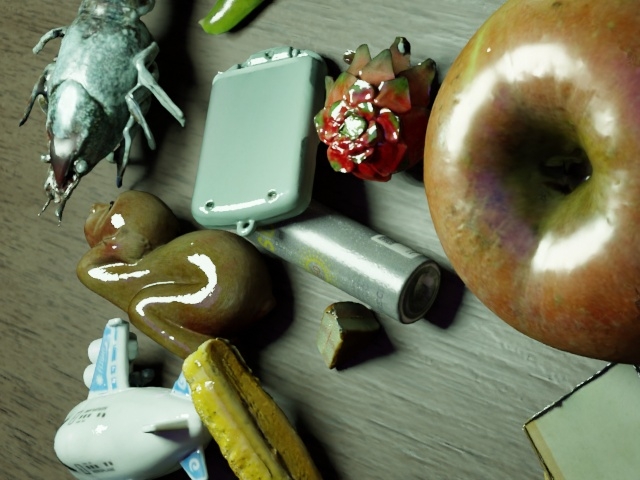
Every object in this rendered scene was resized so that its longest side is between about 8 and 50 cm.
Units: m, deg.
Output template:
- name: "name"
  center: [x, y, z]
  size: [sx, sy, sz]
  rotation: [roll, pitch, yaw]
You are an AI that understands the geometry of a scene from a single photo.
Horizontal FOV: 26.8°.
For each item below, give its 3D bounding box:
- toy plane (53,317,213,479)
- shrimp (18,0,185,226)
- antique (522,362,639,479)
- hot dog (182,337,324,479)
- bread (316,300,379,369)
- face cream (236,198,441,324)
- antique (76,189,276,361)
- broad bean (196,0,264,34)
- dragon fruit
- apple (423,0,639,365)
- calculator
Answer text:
- name: "toy plane"
  center: [-0.214, 0.221, 1.528]
  size: [0.266, 0.122, 0.267]
  rotation: [-2, 87, 48]
- name: "shrimp"
  center: [-0.246, -0.220, 1.579]
  size: [0.221, 0.166, 0.411]
  rotation: [15, 96, 24]
- name: "antique"
  center: [0.280, 0.193, 1.170]
  size: [0.148, 0.152, 0.147]
  rotation: [-38, 64, 29]
- name: "hot dog"
  center: [-0.055, 0.236, 1.408]
  size: [0.068, 0.083, 0.289]
  rotation: [-35, 84, 35]
- name: "bread"
  center: [0.031, 0.093, 1.417]
  size: [0.062, 0.109, 0.043]
  rotation: [-26, 69, -16]
- name: "face cream"
  center: [0.000, 0.000, 1.434]
  size: [0.283, 0.073, 0.073]
  rotation: [28, 101, 34]
- name: "antique"
  center: [-0.165, 0.033, 1.520]
  size: [0.257, 0.121, 0.143]
  rotation: [32, 103, 32]
- name: "broad bean"
  center: [-0.035, -0.336, 1.513]
  size: [0.297, 0.043, 0.060]
  rotation: [-39, 74, 25]
- name: "dragon fruit"
  center: [0.056, -0.130, 1.386]
  size: [0.130, 0.121, 0.142]
  rotation: [23, 71, 4]
- name: "apple"
  center: [0.264, -0.072, 1.101]
  size: [0.338, 0.305, 0.339]
  rotation: [9, 104, 38]
- name: "calculator"
  center: [-0.066, -0.110, 1.456]
  size: [0.141, 0.045, 0.246]
  rotation: [-10, 55, 25]
